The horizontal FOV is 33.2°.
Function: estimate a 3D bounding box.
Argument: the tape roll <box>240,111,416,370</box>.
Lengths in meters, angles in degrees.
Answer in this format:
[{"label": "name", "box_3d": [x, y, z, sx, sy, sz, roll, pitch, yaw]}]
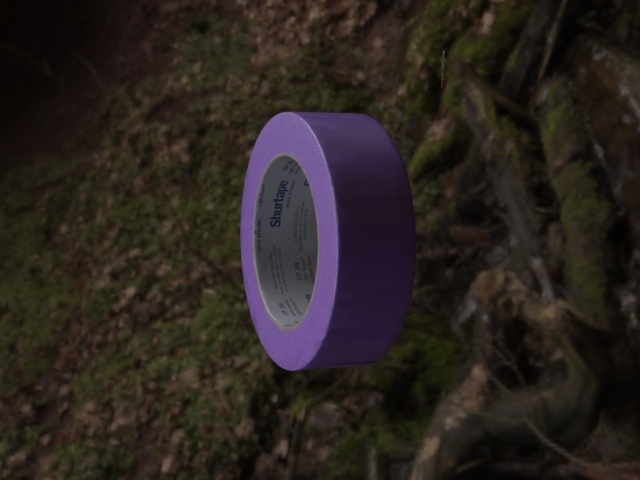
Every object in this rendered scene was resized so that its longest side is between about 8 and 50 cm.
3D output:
[{"label": "tape roll", "box_3d": [0.000, 0.000, 1.154, 0.275, 0.090, 0.275, 179, 90, -67]}]

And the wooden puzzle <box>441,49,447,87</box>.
[{"label": "wooden puzzle", "box_3d": [0.166, -0.229, 1.432, 0.083, 0.006, 0.049, -58, -30, -78]}]
